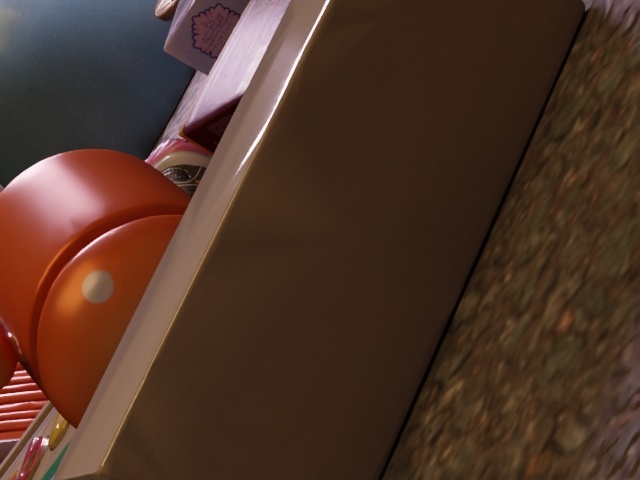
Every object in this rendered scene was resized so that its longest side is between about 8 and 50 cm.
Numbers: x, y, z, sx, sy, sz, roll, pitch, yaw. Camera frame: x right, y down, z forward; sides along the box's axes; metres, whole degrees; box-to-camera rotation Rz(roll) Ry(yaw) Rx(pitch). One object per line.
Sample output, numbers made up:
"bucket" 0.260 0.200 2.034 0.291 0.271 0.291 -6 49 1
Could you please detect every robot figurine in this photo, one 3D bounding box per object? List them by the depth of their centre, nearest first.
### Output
"robot figurine" -0.100 0.028 0.991 0.128 0.158 0.219 -64 32 8

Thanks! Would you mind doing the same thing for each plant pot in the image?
"plant pot" -0.247 -0.168 1.843 0.290 0.195 0.290 -55 15 22

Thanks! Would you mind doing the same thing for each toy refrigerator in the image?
"toy refrigerator" 0.000 0.000 0.795 0.270 0.102 0.094 -65 14 -18

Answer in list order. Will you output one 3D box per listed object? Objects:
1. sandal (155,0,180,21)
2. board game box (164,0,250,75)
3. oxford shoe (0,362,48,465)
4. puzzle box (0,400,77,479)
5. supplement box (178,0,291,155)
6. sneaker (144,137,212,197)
"sandal" -0.085 -0.254 1.762 0.072 0.049 0.180 -32 15 49
"board game box" -0.001 -0.324 1.542 0.318 0.066 0.319 -53 15 30
"oxford shoe" -0.240 0.113 1.480 0.364 0.130 0.133 -109 17 -64
"puzzle box" -0.199 0.228 1.156 0.409 0.052 0.272 -51 16 34
"supplement box" 0.002 -0.091 1.017 0.104 0.080 0.188 -63 13 -12
"sneaker" -0.121 0.014 1.285 0.178 0.072 0.077 -58 23 35
